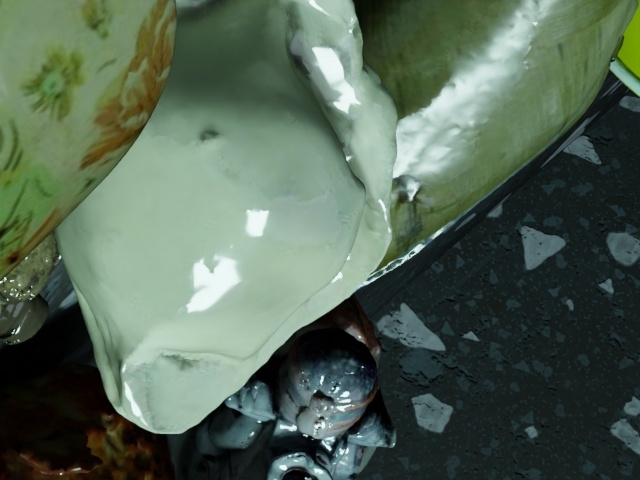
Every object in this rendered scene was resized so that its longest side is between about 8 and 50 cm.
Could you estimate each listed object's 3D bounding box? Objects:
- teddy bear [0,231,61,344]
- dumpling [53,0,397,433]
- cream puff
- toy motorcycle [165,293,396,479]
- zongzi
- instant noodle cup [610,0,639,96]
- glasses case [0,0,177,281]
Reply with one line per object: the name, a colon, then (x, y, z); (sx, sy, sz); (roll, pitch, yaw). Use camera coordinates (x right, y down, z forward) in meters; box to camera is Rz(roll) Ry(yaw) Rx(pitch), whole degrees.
teddy bear: (-0.185, 0.039, 0.632); (0.160, 0.078, 0.119); (-58, 152, -10)
dumpling: (-0.041, -0.027, 0.609); (0.162, 0.132, 0.250); (-10, 120, -30)
cream puff: (-0.228, 0.248, 0.942); (0.350, 0.228, 0.350); (-44, 172, -8)
toy motorcycle: (-0.035, 0.184, 0.845); (0.207, 0.134, 0.401); (-28, -135, 63)
zongzi: (0.037, -0.083, 0.684); (0.323, 0.160, 0.360); (-41, 176, -8)
instant noodle cup: (0.371, -0.256, 1.030); (0.311, 0.311, 0.221); (-39, 162, -23)
glasses case: (-0.214, 0.039, 0.313); (0.425, 0.098, 0.156); (-42, 148, -8)
